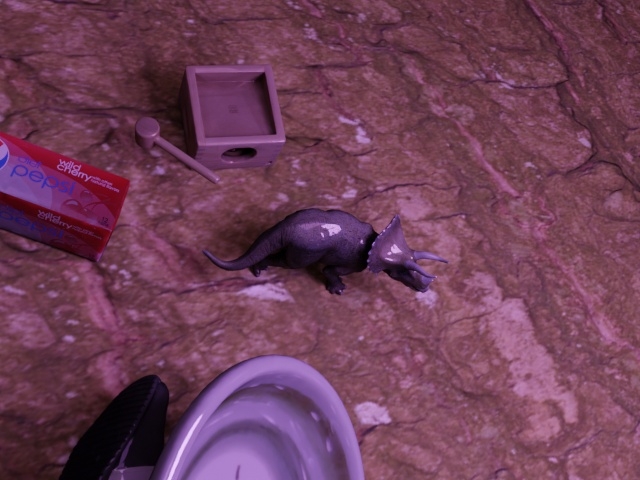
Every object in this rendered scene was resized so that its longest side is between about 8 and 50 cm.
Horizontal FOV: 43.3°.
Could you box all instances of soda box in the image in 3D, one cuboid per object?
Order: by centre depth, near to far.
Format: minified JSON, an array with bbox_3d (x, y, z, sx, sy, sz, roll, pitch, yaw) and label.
[{"bbox_3d":[-0.378,-0.069,0.993,0.263,0.092,0.083,21,55,-15],"label":"soda box"}]

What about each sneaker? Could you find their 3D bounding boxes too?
[{"bbox_3d":[-0.213,0.312,0.873,0.146,0.122,0.330,36,51,-28],"label":"sneaker"}]

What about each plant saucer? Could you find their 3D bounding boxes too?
[{"bbox_3d":[-0.084,0.322,0.859,0.400,0.101,0.400,9,79,-58],"label":"plant saucer"}]

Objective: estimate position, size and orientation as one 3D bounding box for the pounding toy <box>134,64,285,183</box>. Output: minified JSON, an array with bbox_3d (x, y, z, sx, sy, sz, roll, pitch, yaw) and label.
[{"bbox_3d":[-0.163,-0.148,1.150,0.206,0.094,0.181,-5,72,-19],"label":"pounding toy"}]

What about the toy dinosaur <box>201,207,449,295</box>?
[{"bbox_3d":[0.000,0.000,1.105,0.314,0.160,0.121,14,59,-21],"label":"toy dinosaur"}]
